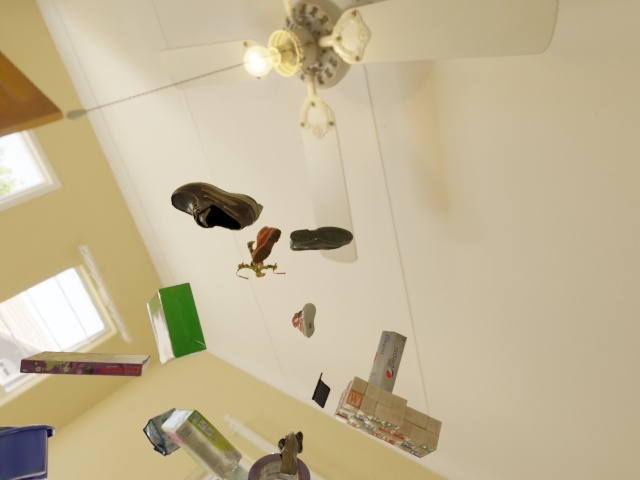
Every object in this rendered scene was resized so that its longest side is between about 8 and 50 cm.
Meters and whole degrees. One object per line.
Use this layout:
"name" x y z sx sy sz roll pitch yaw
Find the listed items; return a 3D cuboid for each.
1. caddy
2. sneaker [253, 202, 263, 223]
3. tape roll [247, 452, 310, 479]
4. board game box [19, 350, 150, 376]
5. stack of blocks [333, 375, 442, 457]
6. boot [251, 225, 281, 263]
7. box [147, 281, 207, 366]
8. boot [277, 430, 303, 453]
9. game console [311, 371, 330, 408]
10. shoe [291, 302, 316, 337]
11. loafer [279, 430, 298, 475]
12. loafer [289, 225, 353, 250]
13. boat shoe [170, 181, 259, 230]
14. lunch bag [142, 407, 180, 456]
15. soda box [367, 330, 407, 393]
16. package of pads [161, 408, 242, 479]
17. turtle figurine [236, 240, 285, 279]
"caddy" -0.941 0.624 1.299 0.241 0.341 0.179 -53 -128 48
"sneaker" -0.386 -0.134 2.179 0.121 0.108 0.302 33 -26 -29
"tape roll" -0.126 0.742 1.381 0.189 0.189 0.080 20 -66 38
"board game box" -0.754 0.403 1.504 0.208 0.347 0.056 143 -48 -73
"stack of blocks" 0.204 0.534 1.379 0.297 0.087 0.171 24 -36 4
"boot" -0.220 0.014 1.724 0.084 0.158 0.059 23 -18 39
"box" -0.548 0.321 1.740 0.231 0.127 0.262 -33 -109 53
"boot" -0.119 0.818 1.822 0.045 0.099 0.121 36 -50 44
"game console" 0.009 0.711 2.178 0.071 0.107 0.122 21 -72 5
"shoe" -0.065 0.281 1.686 0.081 0.063 0.178 30 -40 29
"loafer" -0.097 0.637 1.375 0.050 0.148 0.056 -14 -69 5
"loafer" 0.000 0.000 1.905 0.084 0.267 0.096 104 -19 -47
"boat shoe" -0.396 -0.118 1.636 0.355 0.130 0.132 10 -53 19
"lunch bag" -0.600 0.762 1.810 0.151 0.129 0.096 43 -64 21
"soda box" 0.318 0.582 2.197 0.091 0.286 0.098 27 -18 -22
"package of pads" -0.396 0.668 1.515 0.229 0.101 0.296 47 -31 -5
"turtle figurine" -0.329 0.114 2.498 0.087 0.269 0.217 130 -43 -66
